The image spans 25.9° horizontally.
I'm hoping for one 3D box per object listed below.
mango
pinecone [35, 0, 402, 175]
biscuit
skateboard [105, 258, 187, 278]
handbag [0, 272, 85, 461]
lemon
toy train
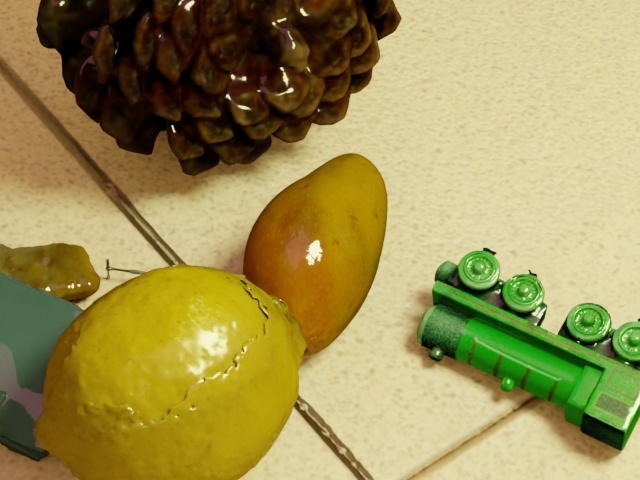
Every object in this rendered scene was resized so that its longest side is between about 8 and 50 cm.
[{"bbox_3d":[0.000,0.000,1.384,0.113,0.138,0.253,-17,34,39],"label":"mango"},{"bbox_3d":[-0.124,-0.288,1.467,0.398,0.397,0.397,2,49,-3],"label":"pinecone"},{"bbox_3d":[-0.334,0.012,1.408,0.174,0.039,0.183,-21,54,-20],"label":"biscuit"},{"bbox_3d":[-0.178,0.048,1.398,0.083,0.032,0.063,10,59,0],"label":"skateboard"},{"bbox_3d":[-0.321,0.101,1.299,0.221,0.057,0.144,24,69,6],"label":"handbag"},{"bbox_3d":[-0.126,0.126,1.218,0.260,0.204,0.204,-26,55,-27],"label":"lemon"},{"bbox_3d":[0.212,0.103,1.352,0.251,0.085,0.119,23,66,20],"label":"toy train"}]
